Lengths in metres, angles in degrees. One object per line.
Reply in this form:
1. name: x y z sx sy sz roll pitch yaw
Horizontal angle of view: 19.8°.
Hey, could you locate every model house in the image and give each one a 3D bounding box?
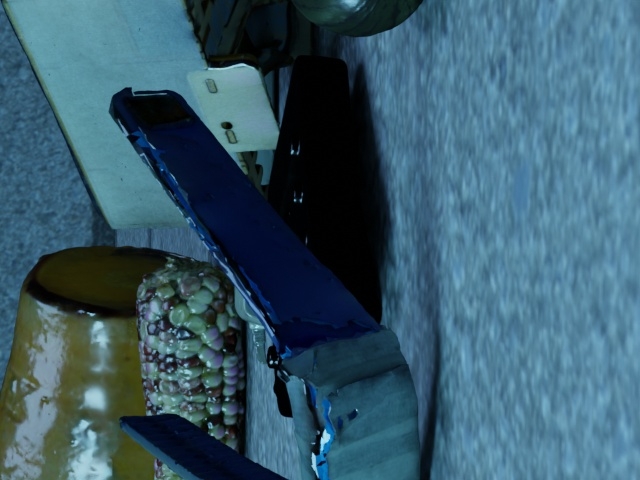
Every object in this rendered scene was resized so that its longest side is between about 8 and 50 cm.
1. model house: -0.093 -0.162 1.250 0.271 0.178 0.206 69 -156 -46

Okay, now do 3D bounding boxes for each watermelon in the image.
1. watermelon: 0.019 -0.140 0.910 0.111 0.078 0.078 -130 41 -73

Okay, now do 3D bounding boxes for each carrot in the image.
1. carrot: -0.204 0.189 1.716 0.224 0.224 0.341 -119 34 -69

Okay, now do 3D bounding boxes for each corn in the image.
1. corn: -0.109 0.151 1.563 0.092 0.092 0.280 -148 56 -78

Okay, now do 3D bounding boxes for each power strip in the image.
1. power strip: -0.050 -0.031 1.412 0.060 0.027 0.253 175 95 -80

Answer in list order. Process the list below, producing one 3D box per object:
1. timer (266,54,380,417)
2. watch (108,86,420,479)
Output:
1. timer: 0.000 0.000 1.081 0.144 0.055 0.187 106 164 -51
2. watch: -0.044 0.094 1.017 0.274 0.068 0.276 46 147 40
